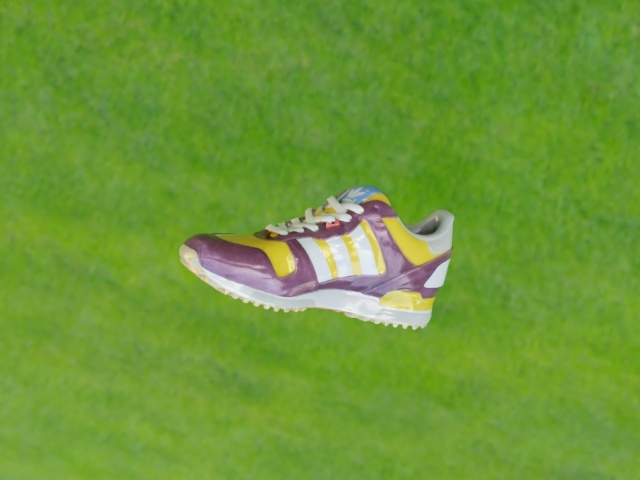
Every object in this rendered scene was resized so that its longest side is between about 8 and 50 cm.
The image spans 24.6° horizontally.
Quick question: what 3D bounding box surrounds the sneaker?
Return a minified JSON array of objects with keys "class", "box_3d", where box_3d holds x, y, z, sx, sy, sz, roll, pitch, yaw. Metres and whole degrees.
[{"class":"sneaker","box_3d":[0.000,0.000,0.919,0.185,0.084,0.069,10,-167,-34]}]
